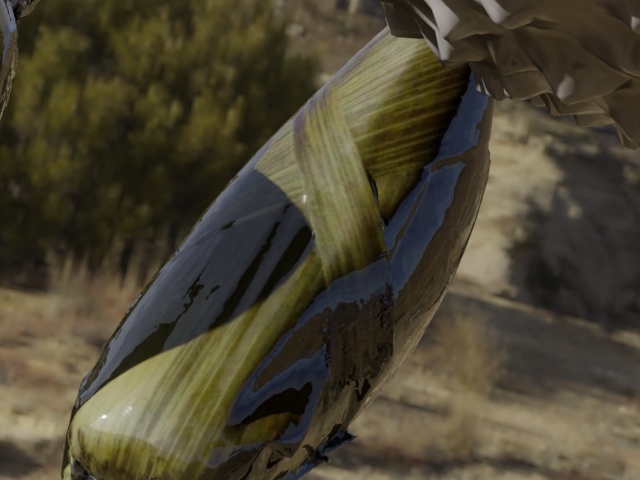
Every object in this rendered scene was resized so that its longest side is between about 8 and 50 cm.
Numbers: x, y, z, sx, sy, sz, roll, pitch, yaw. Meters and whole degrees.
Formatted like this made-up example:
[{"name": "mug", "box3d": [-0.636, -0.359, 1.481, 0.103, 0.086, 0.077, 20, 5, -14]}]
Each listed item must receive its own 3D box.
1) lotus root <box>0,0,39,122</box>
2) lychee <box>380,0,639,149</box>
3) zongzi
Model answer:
[{"name": "lotus root", "box3d": [-0.207, -0.021, 0.659, 0.124, 0.241, 0.123, 28, 11, -11]}, {"name": "lychee", "box3d": [0.127, -0.206, 0.501, 0.380, 0.380, 0.432, 19, -27, 41]}, {"name": "zongzi", "box3d": [0.000, 0.000, 0.691, 0.112, 0.242, 0.221, 32, 33, 8]}]
